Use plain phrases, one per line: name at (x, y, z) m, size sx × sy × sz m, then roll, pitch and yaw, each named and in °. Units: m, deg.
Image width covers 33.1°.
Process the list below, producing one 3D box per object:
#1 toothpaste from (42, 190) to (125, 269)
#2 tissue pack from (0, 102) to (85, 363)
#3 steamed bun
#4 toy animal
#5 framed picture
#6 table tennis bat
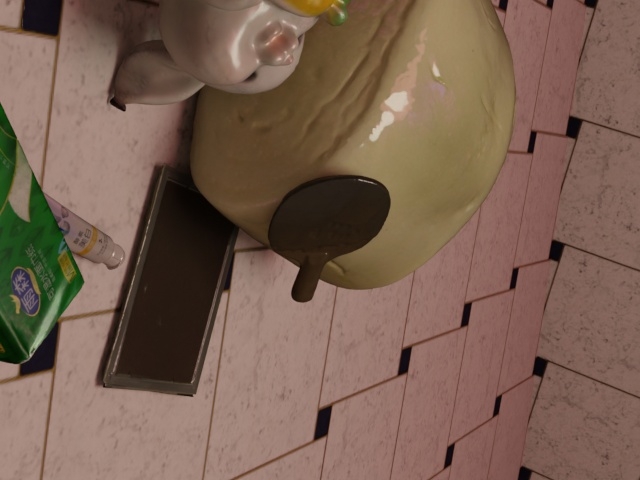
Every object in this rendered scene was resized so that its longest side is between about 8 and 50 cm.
toothpaste at (-0.250, -0.014, 1.042) m, size 0.190 × 0.031 × 0.048 m, roll 40°, pitch 68°, yaw -59°
tissue pack at (-0.302, 0.000, 0.798) m, size 0.156 × 0.148 × 0.209 m, roll -59°, pitch 149°, yaw -37°
steamed bun at (0.066, -0.183, 1.305) m, size 0.371 × 0.290 × 0.456 m, roll 42°, pitch 65°, yaw -59°
toy animal at (-0.109, -0.248, 1.004) m, size 0.183 × 0.247 × 0.310 m, roll -59°, pitch 143°, yaw -29°
framed picture at (-0.168, 0.053, 1.255) m, size 0.197 × 0.014 × 0.252 m, roll 24°, pitch 79°, yaw -64°
table tennis bat at (0.000, 0.000, 1.190) m, size 0.234 × 0.131 × 0.022 m, roll 111°, pitch -29°, yaw -53°
